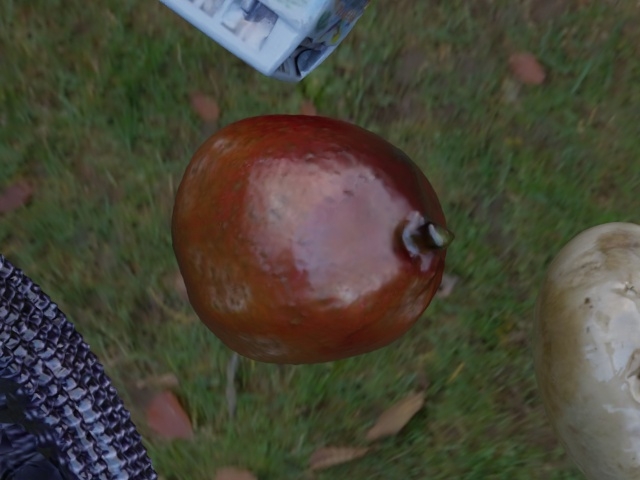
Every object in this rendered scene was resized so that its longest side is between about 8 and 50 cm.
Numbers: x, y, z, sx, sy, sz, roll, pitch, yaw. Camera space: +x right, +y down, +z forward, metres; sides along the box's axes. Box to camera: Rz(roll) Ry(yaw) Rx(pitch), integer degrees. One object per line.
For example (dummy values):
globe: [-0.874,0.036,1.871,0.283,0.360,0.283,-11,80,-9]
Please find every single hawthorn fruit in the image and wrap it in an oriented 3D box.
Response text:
hawthorn fruit: [0.000,0.000,1.126,0.169,0.188,0.169,-2,94,-39]

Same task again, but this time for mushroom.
mushroom: [0.358,0.106,1.730,0.290,0.292,0.292,-17,79,28]

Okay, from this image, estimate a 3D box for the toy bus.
toy bus: [-0.110,-0.251,1.270,0.330,0.109,0.136,37,102,13]

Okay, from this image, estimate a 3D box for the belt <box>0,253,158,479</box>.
belt: [-0.172,0.145,0.790,0.122,0.260,0.324,-19,98,30]
